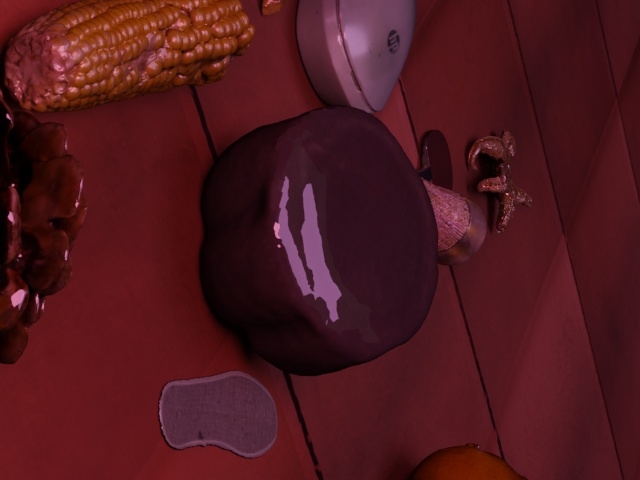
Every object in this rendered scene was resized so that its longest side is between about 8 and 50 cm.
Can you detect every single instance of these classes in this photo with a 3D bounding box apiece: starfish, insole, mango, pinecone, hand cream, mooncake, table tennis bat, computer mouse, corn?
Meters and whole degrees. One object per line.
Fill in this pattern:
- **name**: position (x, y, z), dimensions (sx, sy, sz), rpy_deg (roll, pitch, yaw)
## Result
- **starfish**: position (0.251, -0.083, 2.363), dimensions (0.209, 0.053, 0.150), rpy_deg (40, 53, -61)
- **insole**: position (-0.087, 0.153, 1.568), dimensions (0.232, 0.003, 0.080), rpy_deg (16, 70, -66)
- **mango**: position (0.143, 0.329, 1.911), dimensions (0.166, 0.136, 0.236), rpy_deg (43, 49, -38)
- **pinecone**: position (-0.241, -0.015, 1.014), dimensions (0.204, 0.179, 0.184), rpy_deg (31, 87, -46)
- **hand cream**: position (0.113, -0.042, 2.002), dimensions (0.203, 0.084, 0.084), rpy_deg (36, 51, -54)
- **mooncake**: position (0.000, 0.000, 1.589), dimensions (0.245, 0.133, 0.245), rpy_deg (13, 70, -42)
- **table tennis bat**: position (0.134, -0.083, 2.136), dimensions (0.158, 0.014, 0.095), rpy_deg (-29, 113, -68)
- **computer mouse**: position (0.054, -0.255, 1.886), dimensions (0.288, 0.097, 0.159), rpy_deg (-71, 145, -43)
- **corn**: position (-0.144, -0.155, 1.399), dimensions (0.320, 0.097, 0.097), rpy_deg (-28, 110, -63)

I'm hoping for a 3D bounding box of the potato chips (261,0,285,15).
- **potato chips**: position (-0.025, -0.293, 1.798), dimensions (0.204, 0.026, 0.037), rpy_deg (-69, 159, -48)
